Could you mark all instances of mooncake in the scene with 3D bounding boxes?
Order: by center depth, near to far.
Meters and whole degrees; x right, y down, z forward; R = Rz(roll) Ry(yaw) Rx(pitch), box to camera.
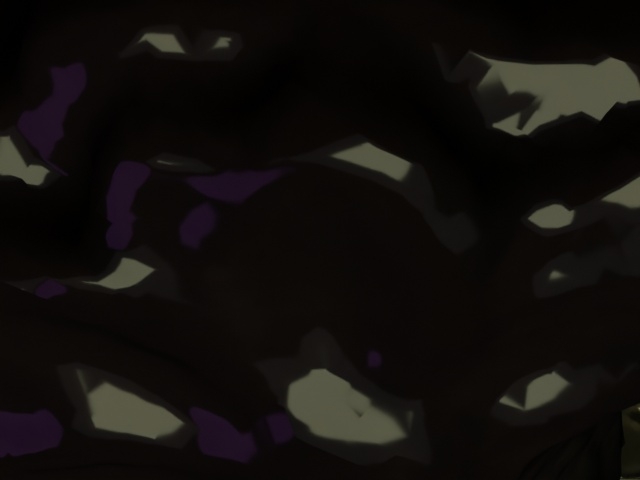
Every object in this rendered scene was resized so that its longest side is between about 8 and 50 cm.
[{"bbox_3d":[0.000,0.000,0.599,0.350,0.212,0.381,4,143,0],"label":"mooncake"}]

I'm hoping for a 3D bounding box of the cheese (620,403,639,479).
[{"bbox_3d":[0.129,0.148,0.925,0.163,0.071,0.249,6,142,-15],"label":"cheese"}]
